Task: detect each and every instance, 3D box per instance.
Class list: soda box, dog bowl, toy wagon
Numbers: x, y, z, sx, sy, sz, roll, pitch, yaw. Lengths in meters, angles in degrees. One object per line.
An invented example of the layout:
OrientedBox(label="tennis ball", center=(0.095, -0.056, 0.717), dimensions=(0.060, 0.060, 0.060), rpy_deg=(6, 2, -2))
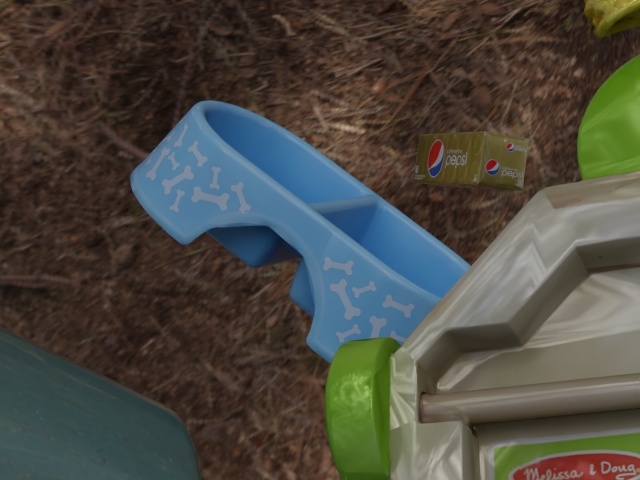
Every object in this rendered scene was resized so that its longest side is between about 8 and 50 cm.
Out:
OrientedBox(label="soda box", center=(0.173, -0.093, 1.395), dimensions=(0.058, 0.181, 0.061), rpy_deg=(7, 91, -20))
OrientedBox(label="dog bowl", center=(0.000, 0.000, 0.862), dimensions=(0.297, 0.166, 0.074), rpy_deg=(37, 109, 17))
OrientedBox(label="toy wagon", center=(0.134, 0.063, 0.368), dimensions=(0.267, 0.068, 0.344), rpy_deg=(-9, 61, 20))

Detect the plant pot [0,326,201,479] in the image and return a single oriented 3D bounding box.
OrientedBox(label="plant pot", center=(-0.250, 0.133, 0.486), dimensions=(0.334, 0.341, 0.341), rpy_deg=(23, 110, -22))
